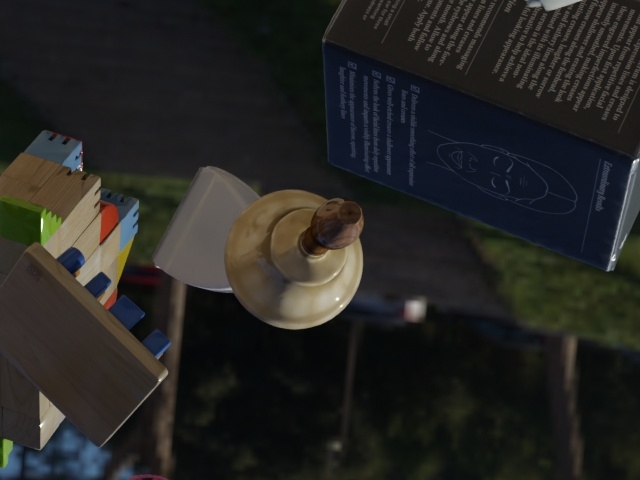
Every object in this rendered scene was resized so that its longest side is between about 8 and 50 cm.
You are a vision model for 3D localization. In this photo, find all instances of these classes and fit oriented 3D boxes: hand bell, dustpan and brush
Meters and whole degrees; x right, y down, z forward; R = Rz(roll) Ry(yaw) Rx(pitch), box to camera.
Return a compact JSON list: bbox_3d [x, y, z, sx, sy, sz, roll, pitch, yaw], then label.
[{"bbox_3d":[0.000,0.000,1.593,0.126,0.126,0.242,5,171,-11],"label":"hand bell"},{"bbox_3d":[-0.078,0.022,2.267,0.211,0.147,0.060,35,-162,17],"label":"dustpan and brush"}]

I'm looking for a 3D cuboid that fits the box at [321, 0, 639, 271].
[{"bbox_3d":[0.222,-0.176,2.328,0.395,0.212,0.293,23,156,12],"label":"box"}]

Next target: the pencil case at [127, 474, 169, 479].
[{"bbox_3d":[-0.226,0.338,2.143,0.098,0.095,0.209,-8,159,-41],"label":"pencil case"}]

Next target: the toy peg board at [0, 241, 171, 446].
[{"bbox_3d":[-0.204,0.077,1.706,0.079,0.161,0.160,-45,179,-38],"label":"toy peg board"}]

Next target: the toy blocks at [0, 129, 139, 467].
[{"bbox_3d":[-0.297,0.036,2.140,0.191,0.381,0.261,17,-141,13],"label":"toy blocks"}]

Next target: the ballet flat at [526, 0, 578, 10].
[{"bbox_3d":[0.151,-0.262,1.641,0.400,0.139,0.139,5,-177,-8],"label":"ballet flat"}]
